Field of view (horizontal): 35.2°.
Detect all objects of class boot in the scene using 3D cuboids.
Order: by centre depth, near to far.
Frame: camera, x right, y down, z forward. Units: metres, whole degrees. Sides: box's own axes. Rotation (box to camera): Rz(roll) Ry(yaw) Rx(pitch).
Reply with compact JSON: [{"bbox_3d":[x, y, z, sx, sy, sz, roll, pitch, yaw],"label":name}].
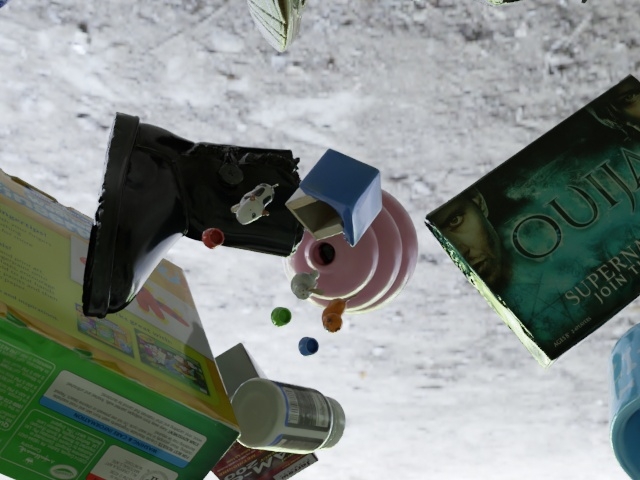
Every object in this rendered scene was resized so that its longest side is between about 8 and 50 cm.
[{"bbox_3d":[-0.115,-0.017,0.981,0.207,0.247,0.094,12,135,-13],"label":"boot"},{"bbox_3d":[-0.006,-0.329,1.186,0.165,0.077,0.213,-38,159,-21],"label":"boot"}]

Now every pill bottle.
[{"bbox_3d":[-0.034,0.203,1.157,0.078,0.078,0.137,-16,157,32],"label":"pill bottle"}]

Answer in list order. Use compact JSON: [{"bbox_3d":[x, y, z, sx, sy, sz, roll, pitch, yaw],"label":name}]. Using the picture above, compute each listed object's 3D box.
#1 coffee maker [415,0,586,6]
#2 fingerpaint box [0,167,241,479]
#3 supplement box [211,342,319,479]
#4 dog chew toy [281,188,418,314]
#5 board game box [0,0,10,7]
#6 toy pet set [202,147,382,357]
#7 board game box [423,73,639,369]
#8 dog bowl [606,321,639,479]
[{"bbox_3d":[0.110,-0.256,0.773,0.171,0.120,0.178,9,-177,35],"label":"coffee maker"},{"bbox_3d":[-0.338,0.071,1.076,0.444,0.371,0.163,32,102,-29],"label":"fingerpaint box"},{"bbox_3d":[-0.105,0.253,1.359,0.130,0.073,0.239,-31,138,-2],"label":"supplement box"},{"bbox_3d":[0.034,0.013,1.483,0.206,0.207,0.332,-4,180,10],"label":"dog chew toy"},{"bbox_3d":[-0.298,-0.328,0.614,0.078,0.347,0.233,-41,-177,-10],"label":"board game box"},{"bbox_3d":[0.000,0.000,0.719,0.122,0.114,0.065,49,147,-17],"label":"toy pet set"},{"bbox_3d":[0.179,-0.018,0.672,0.186,0.126,0.026,-34,160,-14],"label":"board game box"},{"bbox_3d":[0.330,0.111,0.705,0.166,0.074,0.297,46,136,-12],"label":"dog bowl"}]
